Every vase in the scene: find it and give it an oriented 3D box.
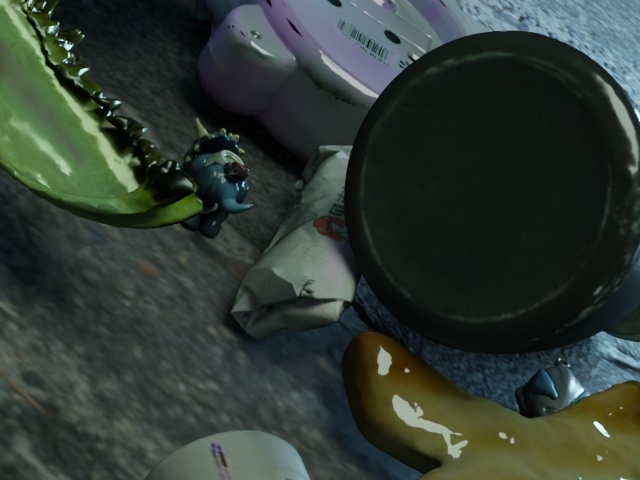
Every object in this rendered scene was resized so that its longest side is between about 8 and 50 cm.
[{"bbox_3d":[0.152,-0.007,1.106,0.173,0.173,0.321,50,13,22],"label":"vase"}]

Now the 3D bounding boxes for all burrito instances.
[{"bbox_3d":[-0.001,0.001,1.057,0.064,0.064,0.203,35,28,-6],"label":"burrito"}]

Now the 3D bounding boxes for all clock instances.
[{"bbox_3d":[0.021,-0.124,1.247,0.227,0.090,0.248,32,29,-10],"label":"clock"}]

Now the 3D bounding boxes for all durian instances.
[{"bbox_3d":[-0.202,-0.124,0.943,0.375,0.132,0.107,42,-15,13],"label":"durian"}]

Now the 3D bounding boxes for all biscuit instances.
[{"bbox_3d":[0.117,0.130,0.985,0.207,0.047,0.164,11,38,-28],"label":"biscuit"}]

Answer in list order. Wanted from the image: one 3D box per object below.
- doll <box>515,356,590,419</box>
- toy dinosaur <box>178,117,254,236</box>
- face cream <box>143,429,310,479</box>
[{"bbox_3d":[0.136,0.102,1.089,0.057,0.039,0.114,6,38,11],"label":"doll"},{"bbox_3d":[-0.060,-0.036,1.055,0.030,0.047,0.083,24,29,-29],"label":"toy dinosaur"},{"bbox_3d":[-0.003,0.198,0.726,0.082,0.082,0.269,16,34,-36],"label":"face cream"}]
